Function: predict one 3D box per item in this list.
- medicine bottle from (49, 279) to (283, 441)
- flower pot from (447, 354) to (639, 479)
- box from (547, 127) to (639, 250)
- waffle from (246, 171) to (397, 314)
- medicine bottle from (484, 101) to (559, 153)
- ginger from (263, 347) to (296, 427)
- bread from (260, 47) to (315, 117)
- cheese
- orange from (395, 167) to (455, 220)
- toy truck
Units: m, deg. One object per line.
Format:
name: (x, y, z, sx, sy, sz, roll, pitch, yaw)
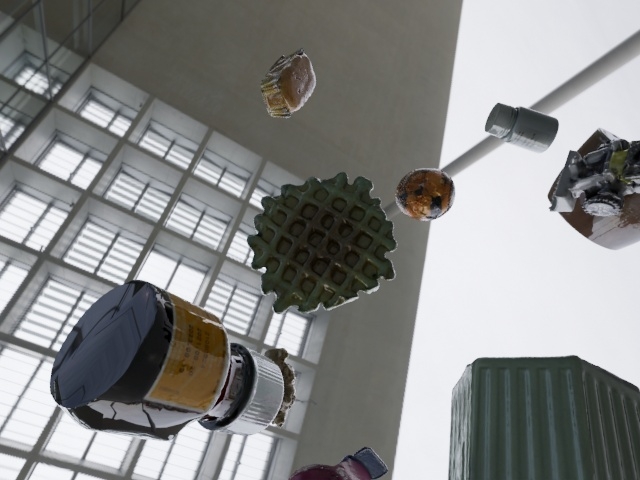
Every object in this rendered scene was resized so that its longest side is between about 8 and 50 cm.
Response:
medicine bottle: (-0.248, 0.253, 0.766, 0.395, 0.242, 0.243, 49, -134, -46)
flower pot: (0.276, 0.275, 0.514, 0.209, 0.239, 0.190, 11, -127, 9)
box: (0.776, -0.124, 1.092, 0.300, 0.216, 0.301, 22, -143, -18)
waffle: (0.000, 0.000, 0.867, 0.308, 0.056, 0.292, -17, -110, 5)
medicine bottle: (0.429, -0.244, 0.885, 0.130, 0.080, 0.080, 19, -120, 0)
ginger: (-0.121, 0.430, 1.217, 0.074, 0.137, 0.214, 14, -132, -36)
bread: (-0.096, -0.503, 1.325, 0.241, 0.106, 0.136, -66, -34, -42)
cheese: (0.024, 0.514, 0.860, 0.244, 0.062, 0.155, -38, -82, 9)
orange: (0.417, -0.186, 1.646, 0.182, 0.234, 0.235, 53, -136, -48)
toy truck: (0.505, -0.117, 0.669, 0.111, 0.285, 0.136, 34, -108, -25)
